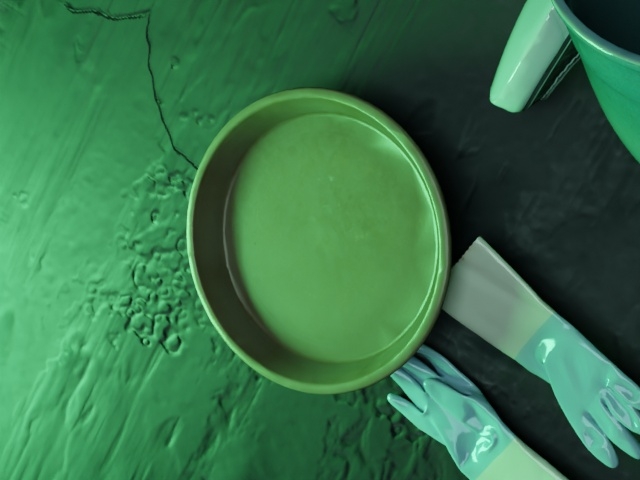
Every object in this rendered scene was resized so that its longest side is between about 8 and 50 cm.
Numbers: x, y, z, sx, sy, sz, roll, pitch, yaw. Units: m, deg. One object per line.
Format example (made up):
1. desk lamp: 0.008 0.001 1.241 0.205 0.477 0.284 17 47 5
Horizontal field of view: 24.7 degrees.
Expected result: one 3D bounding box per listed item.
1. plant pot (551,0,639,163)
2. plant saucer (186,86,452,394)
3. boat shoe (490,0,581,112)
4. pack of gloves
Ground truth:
1. plant pot: 0.316 -0.129 1.033 0.272 0.271 0.255 1 142 23
2. plant saucer: 0.000 0.000 1.319 0.278 0.041 0.277 5 99 32
3. boat shoe: 0.247 -0.217 1.163 0.102 0.108 0.301 29 108 -9
4. pack of gloves: 0.177 0.136 1.293 0.232 0.046 0.195 45 124 14
